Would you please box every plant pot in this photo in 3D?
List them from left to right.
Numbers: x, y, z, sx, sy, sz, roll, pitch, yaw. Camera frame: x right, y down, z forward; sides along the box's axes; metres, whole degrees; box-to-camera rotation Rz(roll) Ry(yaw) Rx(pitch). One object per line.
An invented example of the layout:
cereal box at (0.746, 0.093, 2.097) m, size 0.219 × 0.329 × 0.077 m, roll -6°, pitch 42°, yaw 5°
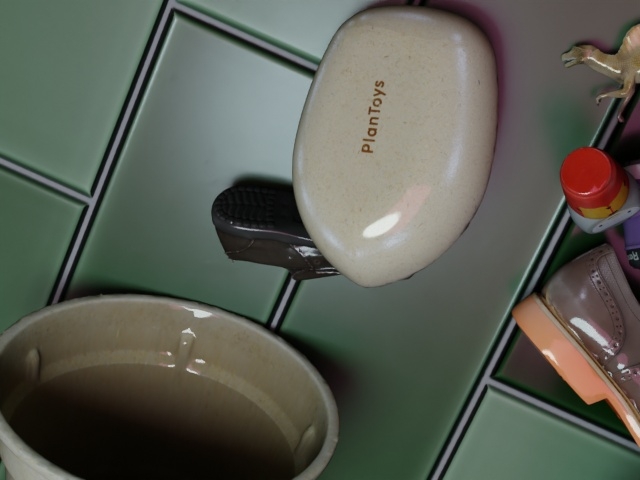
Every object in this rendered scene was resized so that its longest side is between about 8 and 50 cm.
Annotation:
plant pot at (-0.178, 0.267, 1.226) m, size 0.334 × 0.334 × 0.305 m, roll 16°, pitch 117°, yaw 3°

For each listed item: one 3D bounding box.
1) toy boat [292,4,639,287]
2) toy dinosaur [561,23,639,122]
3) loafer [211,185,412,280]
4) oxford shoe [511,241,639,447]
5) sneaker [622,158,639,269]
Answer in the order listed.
toy boat at (0.131, -0.070, 1.148) m, size 0.318 × 0.148 × 0.267 m, roll 14°, pitch 85°, yaw 22°
toy dinosaur at (0.321, -0.160, 1.169) m, size 0.183 × 0.053 × 0.092 m, roll -7°, pitch 102°, yaw 9°
loafer at (0.000, 0.000, 1.247) m, size 0.220 × 0.080 × 0.078 m, roll 13°, pitch 138°, yaw 3°
oxford shoe at (0.355, 0.159, 1.209) m, size 0.133 × 0.130 × 0.364 m, roll -44°, pitch 95°, yaw 9°
sneaker at (0.424, -0.014, 1.157) m, size 0.283 × 0.107 × 0.124 m, roll -1°, pitch 87°, yaw 16°
